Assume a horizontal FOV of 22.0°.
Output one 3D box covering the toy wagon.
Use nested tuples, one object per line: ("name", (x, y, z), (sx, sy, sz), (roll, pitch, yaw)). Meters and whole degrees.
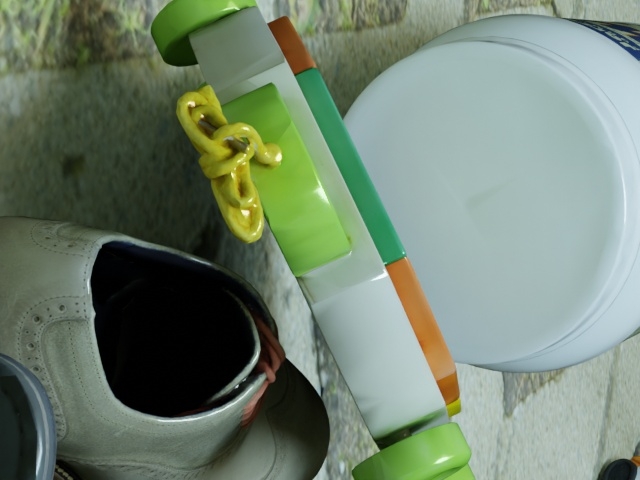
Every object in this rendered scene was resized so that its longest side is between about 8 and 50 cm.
("toy wagon", (0.000, 0.000, 0.812), (0.344, 0.068, 0.267), (69, -4, -75))

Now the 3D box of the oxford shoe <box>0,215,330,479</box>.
("oxford shoe", (-0.065, 0.075, 0.793), (0.348, 0.130, 0.123), (27, 61, -59))

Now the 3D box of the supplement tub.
("supplement tub", (0.162, -0.037, 1.139), (0.325, 0.235, 0.235), (-12, 96, -63))

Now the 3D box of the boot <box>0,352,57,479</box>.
("boot", (-0.117, 0.139, 0.672), (0.229, 0.091, 0.263), (-16, 135, -61))

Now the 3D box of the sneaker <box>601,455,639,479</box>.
("sneaker", (0.286, 0.312, 1.478), (0.262, 0.099, 0.121), (-51, 134, -52))
